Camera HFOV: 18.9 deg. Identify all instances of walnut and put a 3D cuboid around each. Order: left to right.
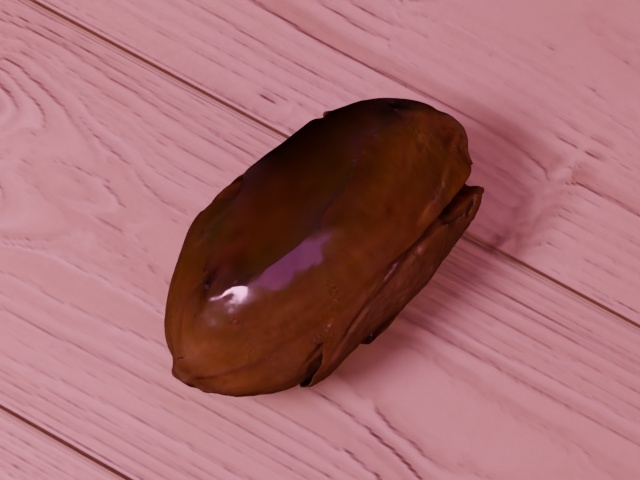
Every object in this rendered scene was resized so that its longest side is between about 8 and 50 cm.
[{"bbox_3d":[0.000,0.000,1.150,0.137,0.137,0.245,36,67,11],"label":"walnut"}]
